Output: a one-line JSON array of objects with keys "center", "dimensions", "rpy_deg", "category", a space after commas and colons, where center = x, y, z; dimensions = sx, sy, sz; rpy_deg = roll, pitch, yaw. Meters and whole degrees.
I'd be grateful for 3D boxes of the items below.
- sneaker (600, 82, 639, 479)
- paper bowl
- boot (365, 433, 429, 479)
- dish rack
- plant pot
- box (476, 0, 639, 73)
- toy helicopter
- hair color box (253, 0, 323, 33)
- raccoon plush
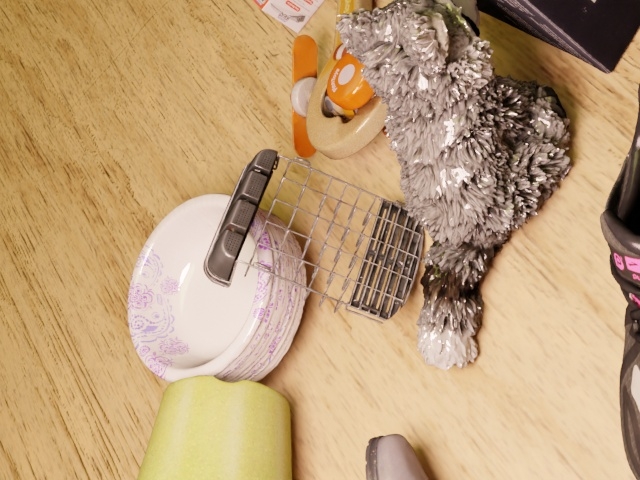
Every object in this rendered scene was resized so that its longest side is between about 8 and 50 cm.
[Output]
[{"center": [0.359, 0.045, 1.055], "dimensions": [0.185, 0.202, 0.482], "rpy_deg": [3, 92, 52], "category": "sneaker"}, {"center": [-0.140, 0.083, 1.525], "dimensions": [0.284, 0.148, 0.284], "rpy_deg": [-15, 66, 36], "category": "paper bowl"}, {"center": [0.202, 0.346, 1.195], "dimensions": [0.223, 0.118, 0.338], "rpy_deg": [-33, 65, 21], "category": "boot"}, {"center": [0.000, 0.000, 1.392], "dimensions": [0.074, 0.272, 0.208], "rpy_deg": [118, 173, -59], "category": "dish rack"}, {"center": [-0.143, 0.330, 1.391], "dimensions": [0.276, 0.276, 0.254], "rpy_deg": [-17, 54, 35], "category": "plant pot"}, {"center": [0.215, -0.395, 1.264], "dimensions": [0.312, 0.343, 0.179], "rpy_deg": [37, 101, 40], "category": "box"}, {"center": [0.038, -0.274, 1.540], "dimensions": [0.235, 0.140, 0.355], "rpy_deg": [-27, 48, 40], "category": "toy helicopter"}, {"center": [-0.024, -0.425, 1.639], "dimensions": [0.167, 0.093, 0.053], "rpy_deg": [-50, 50, 15], "category": "hair color box"}, {"center": [0.145, -0.083, 1.239], "dimensions": [0.216, 0.299, 0.446], "rpy_deg": [-9, 71, 39], "category": "raccoon plush"}]
